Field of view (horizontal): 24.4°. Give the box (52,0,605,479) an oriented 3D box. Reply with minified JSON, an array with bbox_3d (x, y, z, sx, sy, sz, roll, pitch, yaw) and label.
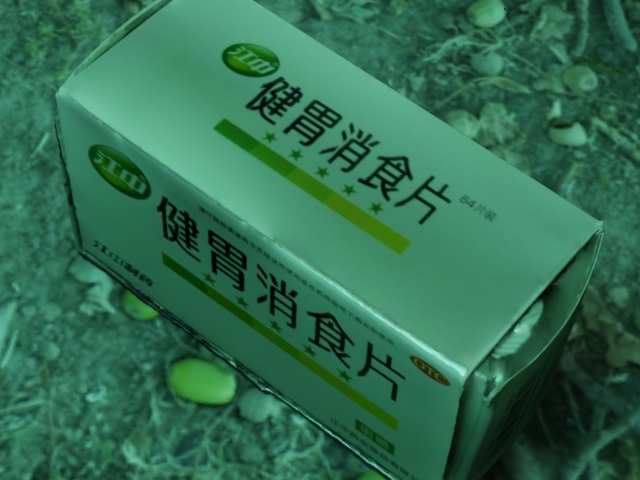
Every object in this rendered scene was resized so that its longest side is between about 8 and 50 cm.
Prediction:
[{"bbox_3d":[0.002,0.002,0.926,0.333,0.173,0.145,34,62,19],"label":"box"}]
